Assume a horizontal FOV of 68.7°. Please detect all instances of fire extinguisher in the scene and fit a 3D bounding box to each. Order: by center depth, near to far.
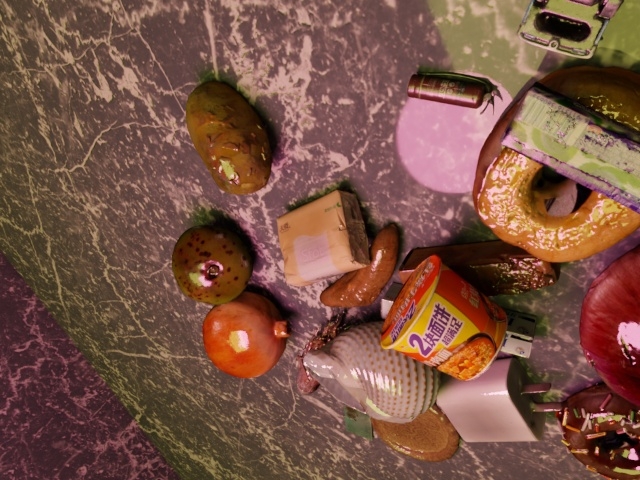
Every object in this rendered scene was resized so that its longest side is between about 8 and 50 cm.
[{"bbox_3d":[0.238,-0.266,0.838,0.158,0.043,0.064,17,87,21],"label":"fire extinguisher"}]

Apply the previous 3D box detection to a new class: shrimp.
[{"bbox_3d":[0.007,0.322,1.340,0.116,0.145,0.343,39,126,23],"label":"shrimp"}]

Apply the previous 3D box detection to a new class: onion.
[{"bbox_3d":[0.610,0.166,0.742,0.347,0.285,0.348,9,118,18],"label":"onion"}]

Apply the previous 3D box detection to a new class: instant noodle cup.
[{"bbox_3d":[0.242,0.159,0.909,0.174,0.213,0.213,31,133,-2],"label":"instant noodle cup"}]

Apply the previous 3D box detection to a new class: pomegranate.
[{"bbox_3d":[-0.329,0.064,1.333,0.285,0.231,0.231,2,123,50],"label":"pomegranate"},{"bbox_3d":[-0.207,0.274,1.386,0.270,0.229,0.252,-16,104,30],"label":"pomegranate"}]

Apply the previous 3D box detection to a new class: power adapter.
[{"bbox_3d":[0.434,0.380,1.115,0.255,0.124,0.187,-24,108,41],"label":"power adapter"}]

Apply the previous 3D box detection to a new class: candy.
[{"bbox_3d":[0.402,-0.103,0.629,0.312,0.061,0.088,32,128,12],"label":"candy"}]

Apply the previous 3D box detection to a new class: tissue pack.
[{"bbox_3d":[0.000,0.000,1.108,0.222,0.090,0.186,-19,75,39],"label":"tissue pack"}]

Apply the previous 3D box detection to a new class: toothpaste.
[{"bbox_3d":[0.310,0.177,1.078,0.336,0.081,0.067,12,124,26],"label":"toothpaste"}]

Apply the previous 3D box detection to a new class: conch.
[{"bbox_3d":[0.134,0.310,1.164,0.319,0.215,0.303,29,146,8],"label":"conch"}]

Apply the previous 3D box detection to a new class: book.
[{"bbox_3d":[0.123,0.595,1.538,0.103,0.017,0.135,11,126,26],"label":"book"}]

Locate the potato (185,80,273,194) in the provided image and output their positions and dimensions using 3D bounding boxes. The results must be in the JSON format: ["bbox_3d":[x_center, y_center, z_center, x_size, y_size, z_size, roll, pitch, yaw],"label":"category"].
[{"bbox_3d":[-0.208,-0.240,1.071,0.141,0.176,0.298,-31,78,37],"label":"potato"}]

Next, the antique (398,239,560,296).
[{"bbox_3d":[0.326,0.059,0.976,0.309,0.093,0.087,-8,116,36],"label":"antique"}]

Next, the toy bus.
[{"bbox_3d":[0.364,-0.376,0.616,0.116,0.133,0.234,26,126,16],"label":"toy bus"}]

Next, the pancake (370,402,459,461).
[{"bbox_3d":[0.276,0.562,1.406,0.288,0.033,0.286,-5,119,36],"label":"pancake"}]

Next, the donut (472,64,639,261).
[{"bbox_3d":[0.403,-0.114,0.767,0.299,0.150,0.317,5,123,32],"label":"donut"}]

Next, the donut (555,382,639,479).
[{"bbox_3d":[0.657,0.426,1.016,0.269,0.103,0.270,15,127,22],"label":"donut"}]

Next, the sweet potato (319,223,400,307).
[{"bbox_3d":[0.104,0.101,1.155,0.114,0.092,0.341,57,136,18],"label":"sweet potato"}]
